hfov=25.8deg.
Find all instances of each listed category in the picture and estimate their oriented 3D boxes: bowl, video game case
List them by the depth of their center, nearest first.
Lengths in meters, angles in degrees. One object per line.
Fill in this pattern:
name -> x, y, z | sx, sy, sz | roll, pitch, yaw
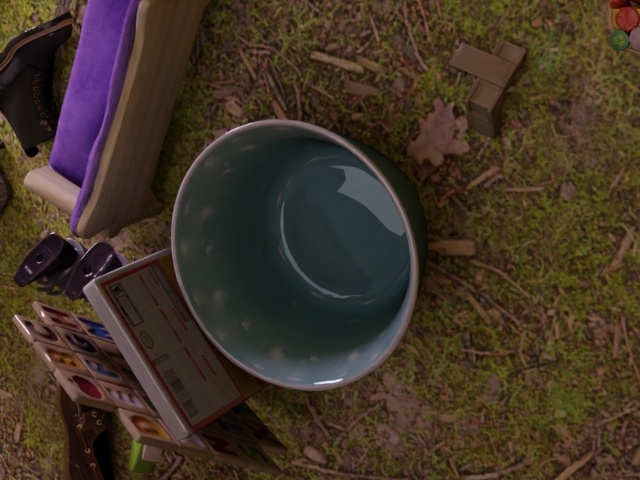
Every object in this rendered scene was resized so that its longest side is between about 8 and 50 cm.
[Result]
bowl -> 0.000, 0.000, 1.618 | 0.311, 0.163, 0.311 | 8, 108, 26
video game case -> -0.137, 0.099, 1.661 | 0.025, 0.285, 0.204 | -35, 85, 32

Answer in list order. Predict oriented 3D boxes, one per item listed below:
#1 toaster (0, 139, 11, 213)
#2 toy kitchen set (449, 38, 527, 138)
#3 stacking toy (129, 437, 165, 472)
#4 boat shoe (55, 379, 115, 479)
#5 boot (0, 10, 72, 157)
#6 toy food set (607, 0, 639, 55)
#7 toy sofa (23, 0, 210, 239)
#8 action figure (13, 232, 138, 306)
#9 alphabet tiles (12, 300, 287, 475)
toaster -> -0.537, -0.049, 1.940 | 0.227, 0.146, 0.129 | -39, 84, 33
toy kitchen set -> 0.179, -0.174, 1.543 | 0.068, 0.075, 0.083 | 27, 77, 18
stacking toy -> -0.183, 0.328, 1.808 | 0.130, 0.309, 0.279 | 12, 88, -11
boat shoe -> -0.319, 0.251, 1.948 | 0.073, 0.073, 0.207 | 11, 117, 26
boot -> -0.360, -0.205, 1.839 | 0.198, 0.077, 0.137 | -26, 95, 47
toy food set -> 0.335, -0.228, 1.439 | 0.083, 0.020, 0.083 | 4, 106, 30
toy sofa -> -0.255, -0.191, 1.711 | 0.150, 0.177, 0.362 | 30, 119, 20
action figure -> -0.250, 0.068, 1.746 | 0.185, 0.285, 0.099 | 29, 86, 28
alphabet tiles -> -0.198, 0.176, 1.676 | 0.011, 0.342, 0.285 | -57, 46, 10
